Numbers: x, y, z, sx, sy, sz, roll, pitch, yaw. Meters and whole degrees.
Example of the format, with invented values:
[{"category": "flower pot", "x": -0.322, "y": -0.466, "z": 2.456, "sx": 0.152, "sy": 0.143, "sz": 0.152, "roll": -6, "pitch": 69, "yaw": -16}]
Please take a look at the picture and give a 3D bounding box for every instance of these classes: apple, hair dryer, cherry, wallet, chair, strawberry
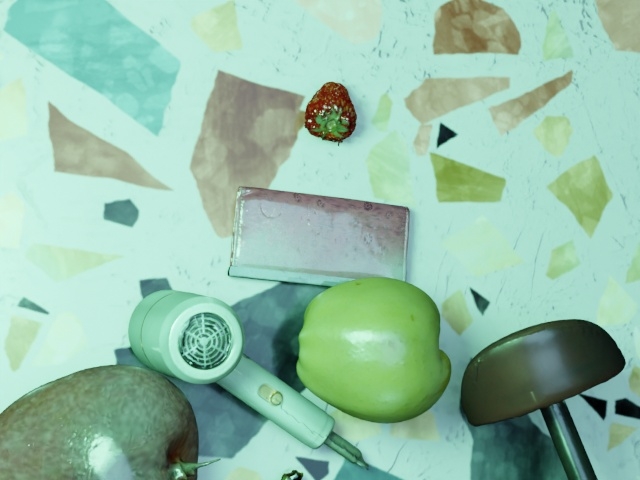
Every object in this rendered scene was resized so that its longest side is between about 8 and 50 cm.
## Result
[{"category": "apple", "x": 0.069, "y": 0.136, "z": 1.826, "sx": 0.200, "sy": 0.200, "sz": 0.200, "roll": 1, "pitch": 83, "yaw": -11}, {"category": "hair dryer", "x": -0.066, "y": 0.185, "z": 1.817, "sx": 0.357, "sy": 0.173, "sz": 0.108, "roll": 36, "pitch": 80, "yaw": -19}, {"category": "cherry", "x": -0.268, "y": 0.279, "z": 1.726, "sx": 0.307, "sy": 0.221, "sz": 0.261, "roll": -3, "pitch": 76, "yaw": 1}, {"category": "wallet", "x": 0.000, "y": 0.000, "z": 1.904, "sx": 0.232, "sy": 0.025, "sz": 0.119, "roll": 7, "pitch": 83, "yaw": -10}, {"category": "chair", "x": 0.325, "y": 0.289, "z": 1.834, "sx": 0.226, "sy": 0.226, "sz": 0.401, "roll": -22, "pitch": 89, "yaw": -13}, {"category": "strawberry", "x": 0.014, "y": -0.169, "z": 1.913, "sx": 0.073, "sy": 0.073, "sz": 0.083, "roll": 10, "pitch": 46, "yaw": -10}]

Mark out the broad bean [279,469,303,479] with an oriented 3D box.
[{"category": "broad bean", "x": -0.129, "y": 0.395, "z": 1.825, "sx": 0.060, "sy": 0.043, "sz": 0.297, "roll": 40, "pitch": 77, "yaw": -14}]
